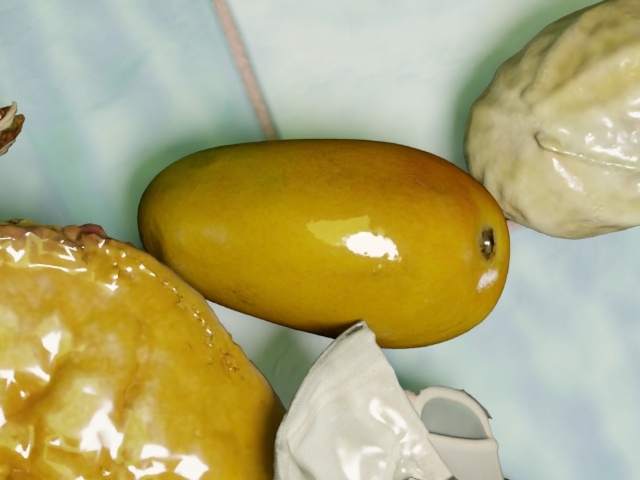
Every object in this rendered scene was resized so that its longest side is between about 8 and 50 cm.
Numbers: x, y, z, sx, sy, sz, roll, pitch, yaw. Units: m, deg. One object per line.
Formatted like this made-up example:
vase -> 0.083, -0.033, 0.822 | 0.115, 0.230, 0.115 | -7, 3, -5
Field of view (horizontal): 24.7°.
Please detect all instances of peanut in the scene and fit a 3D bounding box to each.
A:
peanut -> 0.262, -0.113, 1.045 | 0.340, 0.158, 0.174 | -22, 129, -13

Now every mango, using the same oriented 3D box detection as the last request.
mango -> 0.004, -0.001, 0.989 | 0.254, 0.175, 0.139 | 7, 75, -9

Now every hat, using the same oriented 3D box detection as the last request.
hat -> 0.074, 0.184, 0.922 | 0.164, 0.226, 0.219 | -32, 49, -7

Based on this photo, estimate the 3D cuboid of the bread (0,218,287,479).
bread -> -0.206, 0.166, 0.931 | 0.398, 0.215, 0.398 | 1, 84, -10

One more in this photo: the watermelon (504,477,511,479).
watermelon -> 0.128, 0.270, 1.007 | 0.119, 0.063, 0.245 | 19, 50, -15

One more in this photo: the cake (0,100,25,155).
cake -> -0.310, -0.006, 0.977 | 0.246, 0.112, 0.135 | -11, 92, -12
